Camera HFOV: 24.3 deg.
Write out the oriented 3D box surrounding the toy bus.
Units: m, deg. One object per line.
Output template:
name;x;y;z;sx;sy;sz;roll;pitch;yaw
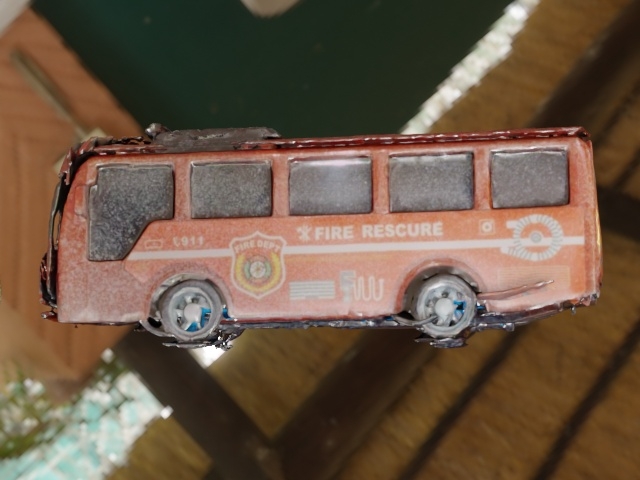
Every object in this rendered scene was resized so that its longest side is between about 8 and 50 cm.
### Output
toy bus;0.000;0.000;0.629;0.235;0.096;0.073;0;173;9
